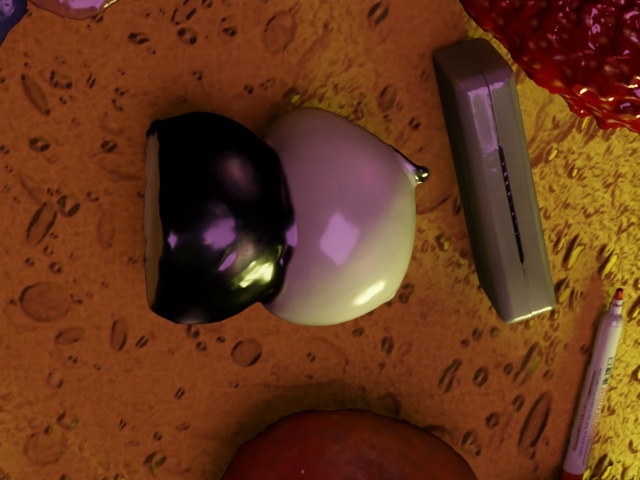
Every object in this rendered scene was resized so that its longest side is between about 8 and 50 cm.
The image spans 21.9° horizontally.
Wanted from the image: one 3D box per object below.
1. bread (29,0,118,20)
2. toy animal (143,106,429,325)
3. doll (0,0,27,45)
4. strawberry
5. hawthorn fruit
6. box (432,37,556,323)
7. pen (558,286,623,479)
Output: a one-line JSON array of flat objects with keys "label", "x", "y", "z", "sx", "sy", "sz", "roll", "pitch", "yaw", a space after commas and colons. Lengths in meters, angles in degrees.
[{"label": "bread", "x": -0.194, "y": -0.288, "z": 1.246, "sx": 0.190, "sy": 0.123, "sz": 0.244, "roll": -43, "pitch": 117, "yaw": 7}, {"label": "toy animal", "x": -0.034, "y": -0.017, "z": 1.390, "sx": 0.235, "sy": 0.165, "sz": 0.187, "roll": -2, "pitch": 108, "yaw": -17}, {"label": "doll", "x": -0.279, "y": -0.157, "z": 1.335, "sx": 0.037, "sy": 0.027, "sz": 0.125, "roll": 31, "pitch": 105, "yaw": -25}, {"label": "strawberry", "x": 0.258, "y": -0.214, "z": 1.342, "sx": 0.257, "sy": 0.261, "sz": 0.261, "roll": 15, "pitch": 109, "yaw": -26}, {"label": "hawthorn fruit", "x": 0.028, "y": 0.314, "z": 1.487, "sx": 0.276, "sy": 0.307, "sz": 0.276, "roll": -3, "pitch": 125, "yaw": -4}, {"label": "box", "x": 0.155, "y": -0.052, "z": 1.462, "sx": 0.055, "sy": 0.103, "sz": 0.244, "roll": -17, "pitch": 117, "yaw": -3}, {"label": "pen", "x": 0.271, "y": 0.145, "z": 1.630, "sx": 0.026, "sy": 0.026, "sz": 0.218, "roll": 4, "pitch": 112, "yaw": -18}]
